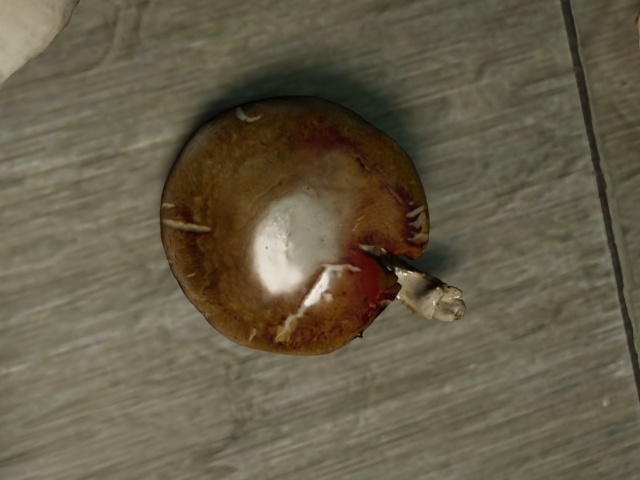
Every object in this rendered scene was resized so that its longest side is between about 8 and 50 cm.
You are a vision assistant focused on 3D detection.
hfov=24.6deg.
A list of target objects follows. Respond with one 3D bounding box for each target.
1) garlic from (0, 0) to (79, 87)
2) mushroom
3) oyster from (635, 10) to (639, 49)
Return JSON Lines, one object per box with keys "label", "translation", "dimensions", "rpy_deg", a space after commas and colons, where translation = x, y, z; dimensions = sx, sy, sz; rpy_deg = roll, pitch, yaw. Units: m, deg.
{"label": "garlic", "translation": [-0.199, -0.142, 0.618], "dimensions": [0.218, 0.212, 0.219], "rpy_deg": [-1, 100, -8]}
{"label": "mushroom", "translation": [0.001, 0.001, 0.765], "dimensions": [0.170, 0.080, 0.135], "rpy_deg": [25, 103, -15]}
{"label": "oyster", "translation": [0.277, -0.166, 0.800], "dimensions": [0.275, 0.100, 0.271], "rpy_deg": [34, 92, -30]}
